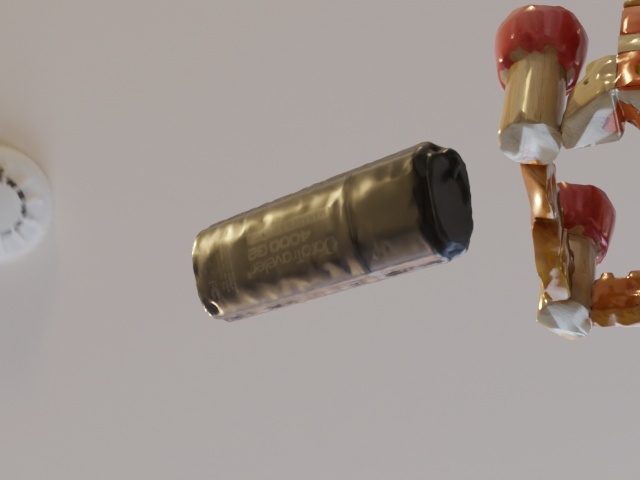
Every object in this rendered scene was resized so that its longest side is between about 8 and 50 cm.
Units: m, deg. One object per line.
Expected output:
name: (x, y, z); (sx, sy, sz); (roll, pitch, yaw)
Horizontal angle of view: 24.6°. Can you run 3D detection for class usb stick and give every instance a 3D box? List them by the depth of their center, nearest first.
usb stick: (0.000, 0.000, 0.996); (0.045, 0.278, 0.077); (-5, -98, -38)

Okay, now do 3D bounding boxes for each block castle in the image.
block castle: (0.390, -0.090, 1.312); (0.453, 0.213, 0.303); (-4, -49, 18)
